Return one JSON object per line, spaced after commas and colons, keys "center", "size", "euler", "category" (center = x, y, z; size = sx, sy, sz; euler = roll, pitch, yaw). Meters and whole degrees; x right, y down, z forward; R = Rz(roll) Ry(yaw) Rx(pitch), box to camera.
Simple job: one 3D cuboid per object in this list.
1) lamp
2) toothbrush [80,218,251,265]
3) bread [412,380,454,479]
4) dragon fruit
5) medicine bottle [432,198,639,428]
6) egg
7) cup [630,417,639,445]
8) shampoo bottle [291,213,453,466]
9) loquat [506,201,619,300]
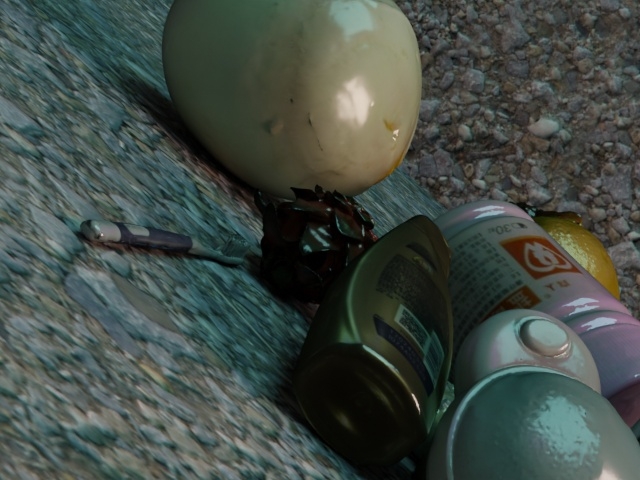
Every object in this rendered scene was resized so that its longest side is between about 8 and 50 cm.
{"center": [0.172, 0.160, 1.028], "size": [0.180, 0.108, 0.246], "euler": [16, 54, -23], "category": "lamp"}
{"center": [-0.122, 0.001, 1.142], "size": [0.024, 0.026, 0.288], "euler": [40, 10, 19], "category": "toothbrush"}
{"center": [0.141, 0.197, 1.158], "size": [0.172, 0.064, 0.232], "euler": [34, 13, -23], "category": "bread"}
{"center": [0.001, 0.007, 1.326], "size": [0.142, 0.121, 0.130], "euler": [-8, 11, -44], "category": "dragon fruit"}
{"center": [0.230, 0.118, 1.432], "size": [0.202, 0.202, 0.316], "euler": [31, 13, -43], "category": "medicine bottle"}
{"center": [-0.043, -0.204, 1.619], "size": [0.345, 0.283, 0.283], "euler": [31, 5, 26], "category": "egg"}
{"center": [0.413, 0.268, 1.135], "size": [0.331, 0.311, 0.257], "euler": [39, 9, -6], "category": "cup"}
{"center": [0.063, 0.068, 1.159], "size": [0.125, 0.084, 0.350], "euler": [49, 21, -8], "category": "shampoo bottle"}
{"center": [0.283, 0.063, 1.795], "size": [0.244, 0.244, 0.244], "euler": [39, 10, -8], "category": "loquat"}
